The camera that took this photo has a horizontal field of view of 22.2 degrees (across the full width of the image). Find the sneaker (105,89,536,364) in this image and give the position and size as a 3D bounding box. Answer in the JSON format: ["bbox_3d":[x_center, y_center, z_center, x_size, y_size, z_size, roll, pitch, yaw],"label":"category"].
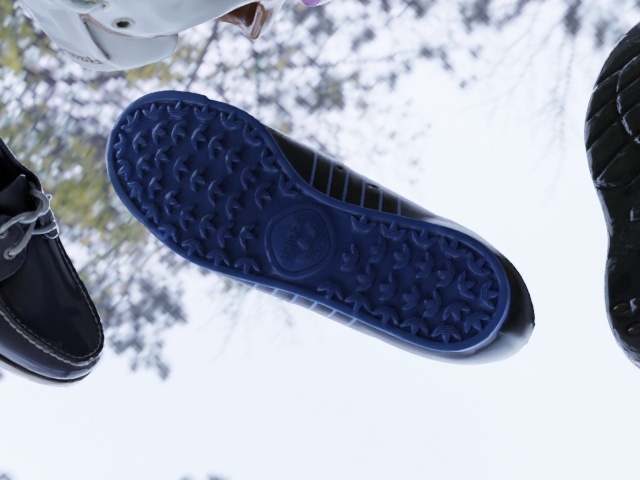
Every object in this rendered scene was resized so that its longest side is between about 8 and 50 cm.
[{"bbox_3d":[0.000,0.000,0.810,0.232,0.090,0.081,29,-92,23],"label":"sneaker"}]

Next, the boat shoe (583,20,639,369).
[{"bbox_3d":[0.261,-0.024,1.154,0.120,0.123,0.324,46,-137,-42],"label":"boat shoe"}]

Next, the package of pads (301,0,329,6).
[{"bbox_3d":[0.020,-0.188,1.047,0.032,0.083,0.050,47,-146,1],"label":"package of pads"}]

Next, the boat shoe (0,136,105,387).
[{"bbox_3d":[-0.172,-0.010,0.834,0.206,0.065,0.075,54,-138,-15],"label":"boat shoe"}]

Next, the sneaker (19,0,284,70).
[{"bbox_3d":[-0.096,-0.119,0.611,0.106,0.123,0.290,33,-158,34],"label":"sneaker"}]
